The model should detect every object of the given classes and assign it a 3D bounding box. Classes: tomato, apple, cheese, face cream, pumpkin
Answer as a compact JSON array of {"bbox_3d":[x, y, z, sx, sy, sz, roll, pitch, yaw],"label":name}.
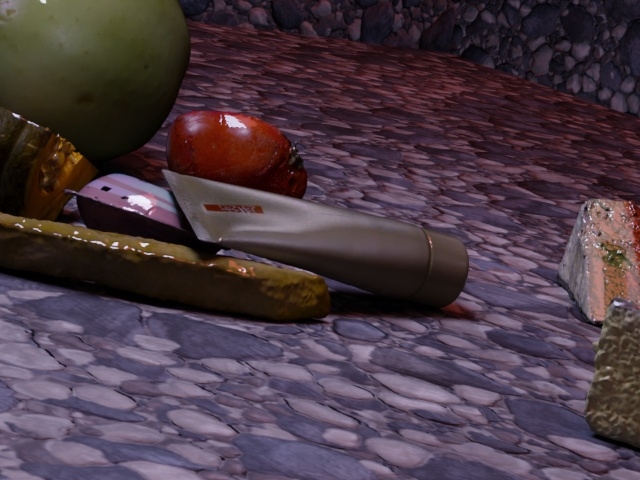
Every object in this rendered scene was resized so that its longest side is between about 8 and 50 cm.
[{"bbox_3d":[-0.112,-0.077,2.108,0.173,0.099,0.189,1,-31,20],"label":"tomato"},{"bbox_3d":[-0.335,-0.256,2.129,0.357,0.357,0.357,11,13,-3],"label":"apple"},{"bbox_3d":[-0.191,-0.023,1.817,0.189,0.074,0.286,22,-3,-15],"label":"cheese"},{"bbox_3d":[0.000,0.000,1.779,0.341,0.084,0.137,14,26,-31],"label":"face cream"},{"bbox_3d":[-0.336,-0.070,1.835,0.131,0.126,0.248,20,-3,10],"label":"pumpkin"}]

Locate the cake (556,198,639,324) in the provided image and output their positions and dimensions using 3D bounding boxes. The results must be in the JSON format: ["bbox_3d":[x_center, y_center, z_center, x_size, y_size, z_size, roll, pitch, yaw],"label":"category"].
[{"bbox_3d":[0.341,0.058,2.045,0.086,0.116,0.220,8,46,-5],"label":"cake"}]

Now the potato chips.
[{"bbox_3d":[-0.186,0.023,1.676,0.407,0.057,0.080,11,10,-3],"label":"potato chips"}]

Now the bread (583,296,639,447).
[{"bbox_3d":[0.382,0.129,1.554,0.240,0.135,0.178,15,13,22],"label":"bread"}]
